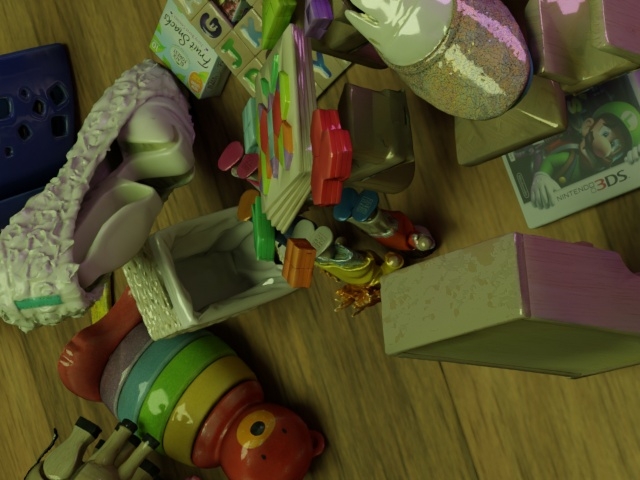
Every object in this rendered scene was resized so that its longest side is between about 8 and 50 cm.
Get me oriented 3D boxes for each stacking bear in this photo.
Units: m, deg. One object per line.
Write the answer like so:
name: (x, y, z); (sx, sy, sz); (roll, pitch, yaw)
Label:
stacking bear: (-0.134, 0.191, 1.771); (0.289, 0.175, 0.164); (33, 154, 22)

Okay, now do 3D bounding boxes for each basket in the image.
basket: (-0.122, 0.037, 1.706); (0.103, 0.167, 0.113); (-31, 79, 51)

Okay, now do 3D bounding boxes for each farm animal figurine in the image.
farm animal figurine: (-0.247, 0.332, 1.795); (0.327, 0.172, 0.330); (20, 154, 44)

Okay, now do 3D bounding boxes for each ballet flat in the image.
ballet flat: (0.051, -0.207, 1.240); (0.107, 0.106, 0.316); (-56, 46, 20)
ballet flat: (-0.210, -0.052, 1.648); (0.147, 0.409, 0.147); (15, 137, 14)

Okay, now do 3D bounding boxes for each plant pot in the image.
plant pot: (-0.445, -0.107, 1.940); (0.236, 0.236, 0.212); (-12, 99, 45)

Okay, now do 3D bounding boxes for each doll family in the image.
doll family: (0.000, 0.000, 1.585); (0.263, 0.163, 0.118); (24, 86, 39)

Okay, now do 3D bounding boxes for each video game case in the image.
video game case: (0.227, -0.124, 1.412); (0.173, 0.022, 0.190); (-24, 84, 45)

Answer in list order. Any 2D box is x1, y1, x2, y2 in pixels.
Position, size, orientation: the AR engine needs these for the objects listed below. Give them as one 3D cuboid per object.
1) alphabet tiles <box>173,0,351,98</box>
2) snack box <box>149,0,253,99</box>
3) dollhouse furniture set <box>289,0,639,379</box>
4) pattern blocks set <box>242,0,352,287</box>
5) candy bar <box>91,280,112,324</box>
alphabet tiles: (-0.037, -0.255, 1.606); (0.198, 0.009, 0.237); (50, 131, 2)
snack box: (-0.130, -0.245, 1.718); (0.100, 0.037, 0.141); (48, 131, 25)
dollhouse furniture set: (0.189, -0.096, 1.339); (0.362, 0.256, 0.394); (-21, 67, 45)
pattern blocks set: (-0.032, -0.099, 1.369); (0.325, 0.026, 0.285); (114, 152, -61)
candy bar: (-0.282, 0.085, 1.979); (0.040, 0.018, 0.161); (11, 109, 39)
